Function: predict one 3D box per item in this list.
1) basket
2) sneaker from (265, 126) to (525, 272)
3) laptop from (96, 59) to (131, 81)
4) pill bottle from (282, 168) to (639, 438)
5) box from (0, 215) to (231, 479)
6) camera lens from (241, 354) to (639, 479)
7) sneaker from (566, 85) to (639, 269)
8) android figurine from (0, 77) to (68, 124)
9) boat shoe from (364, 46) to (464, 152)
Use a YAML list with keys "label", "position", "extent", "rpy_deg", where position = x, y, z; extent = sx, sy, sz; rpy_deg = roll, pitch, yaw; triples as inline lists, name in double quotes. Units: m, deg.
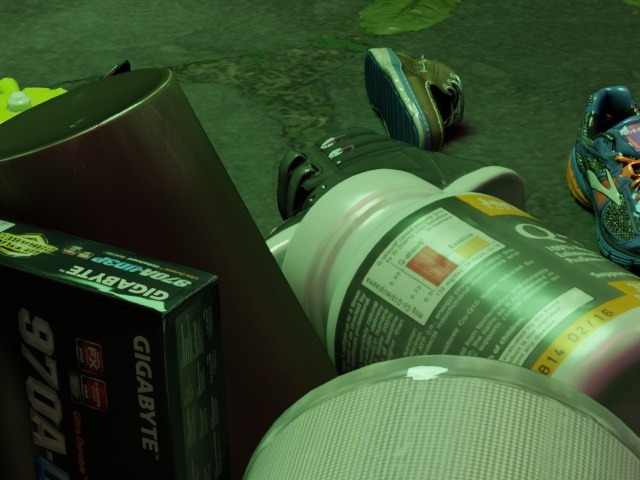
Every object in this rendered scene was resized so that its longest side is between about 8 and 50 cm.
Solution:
- label: "basket"
  position: [-0.100, 0.029, 1.087]
  extent: [0.204, 0.227, 0.154]
  rpy_deg: [-4, 25, 42]
- label: "sneaker"
  position: [0.000, 0.000, 1.333]
  extent: [0.147, 0.104, 0.296]
  rpy_deg: [19, 29, 38]
- label: "laptop"
  position: [-0.260, -0.026, 1.225]
  extent: [0.264, 0.234, 0.136]
  rpy_deg: [7, 68, -1]
- label: "pill bottle"
  position: [0.104, 0.064, 1.133]
  extent: [0.162, 0.162, 0.278]
  rpy_deg: [-19, 32, -28]
- label: "box"
  position: [-0.132, 0.102, 1.019]
  extent: [0.175, 0.220, 0.051]
  rpy_deg: [15, 32, 28]
- label: "camera lens"
  position: [0.049, 0.197, 0.825]
  extent: [0.219, 0.219, 0.274]
  rpy_deg: [3, 29, 10]
- label: "sneaker"
  position: [0.234, -0.045, 1.404]
  extent: [0.083, 0.087, 0.221]
  rpy_deg: [-10, 29, -12]
- label: "android figurine"
  position: [-0.257, -0.063, 1.519]
  extent: [0.248, 0.056, 0.273]
  rpy_deg: [-10, 31, -13]
- label: "boat shoe"
  position: [0.084, -0.121, 1.582]
  extent: [0.066, 0.066, 0.183]
  rpy_deg: [-6, 28, -8]
